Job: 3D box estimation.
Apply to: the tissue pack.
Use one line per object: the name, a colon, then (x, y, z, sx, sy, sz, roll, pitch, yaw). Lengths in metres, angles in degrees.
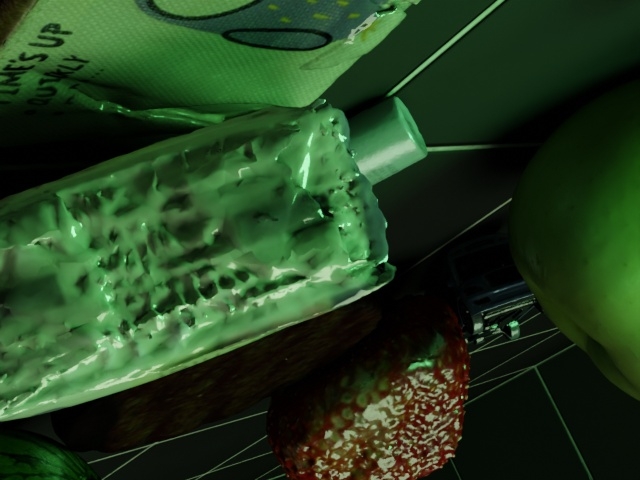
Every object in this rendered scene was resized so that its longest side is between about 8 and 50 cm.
tissue pack: (-0.100, 0.015, 0.708, 0.242, 0.125, 0.343, -19, -178, -7)

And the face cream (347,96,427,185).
face cream: (-0.010, -0.051, 0.930, 0.198, 0.057, 0.084, -26, 165, 12)

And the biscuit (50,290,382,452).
biscuit: (-0.122, 0.131, 1.300, 0.407, 0.091, 0.407, -22, 163, -7)

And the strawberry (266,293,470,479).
strawberry: (0.083, 0.216, 1.534, 0.312, 0.267, 0.351, -39, 174, -35)

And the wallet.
wallet: (-0.062, -0.123, 0.579, 0.275, 0.068, 0.335, -10, 161, -45)

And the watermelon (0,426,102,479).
watermelon: (-0.311, 0.347, 1.256, 0.189, 0.331, 0.331, -23, 165, 7)

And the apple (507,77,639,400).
apple: (0.376, -0.010, 1.157, 0.357, 0.357, 0.357, -23, 165, -7)

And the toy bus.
toy bus: (0.231, 0.077, 1.584, 0.125, 0.133, 0.292, -17, 166, -9)
